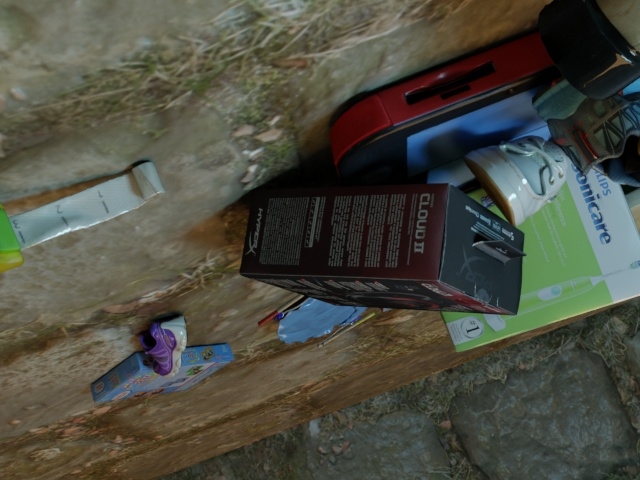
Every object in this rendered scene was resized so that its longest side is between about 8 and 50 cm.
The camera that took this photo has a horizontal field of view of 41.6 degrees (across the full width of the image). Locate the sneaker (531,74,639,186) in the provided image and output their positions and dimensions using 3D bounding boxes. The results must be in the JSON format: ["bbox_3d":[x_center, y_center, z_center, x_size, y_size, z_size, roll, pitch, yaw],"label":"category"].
[{"bbox_3d":[0.329,-0.110,0.921,0.262,0.125,0.104,-4,158,-43],"label":"sneaker"}]

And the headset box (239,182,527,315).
[{"bbox_3d":[0.089,0.015,0.992,0.293,0.110,0.218,0,167,35],"label":"headset box"}]

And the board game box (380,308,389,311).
[{"bbox_3d":[0.249,0.066,1.642,0.281,0.027,0.145,-19,162,-5],"label":"board game box"}]

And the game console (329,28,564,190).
[{"bbox_3d":[0.204,-0.130,1.015,0.387,0.060,0.342,-20,161,0],"label":"game console"}]

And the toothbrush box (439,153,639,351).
[{"bbox_3d":[0.291,0.008,1.176,0.283,0.206,0.122,-22,-179,21],"label":"toothbrush box"}]

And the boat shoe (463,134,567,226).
[{"bbox_3d":[0.234,-0.081,0.970,0.096,0.098,0.277,-35,174,15],"label":"boat shoe"}]

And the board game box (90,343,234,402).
[{"bbox_3d":[-0.290,0.244,1.556,0.211,0.039,0.160,1,151,-48],"label":"board game box"}]

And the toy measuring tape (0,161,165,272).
[{"bbox_3d":[-0.292,-0.013,0.753,0.330,0.121,0.121,-22,163,-21],"label":"toy measuring tape"}]

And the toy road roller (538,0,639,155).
[{"bbox_3d":[0.363,-0.175,0.700,0.202,0.329,0.240,-38,-169,42],"label":"toy road roller"}]

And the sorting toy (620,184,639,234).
[{"bbox_3d":[0.442,-0.027,1.335,0.257,0.089,0.255,-28,153,28],"label":"sorting toy"}]

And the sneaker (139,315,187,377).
[{"bbox_3d":[-0.260,0.169,1.373,0.071,0.068,0.170,2,146,-16],"label":"sneaker"}]

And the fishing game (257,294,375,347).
[{"bbox_3d":[0.003,0.128,1.546,0.189,0.041,0.264,-35,152,17],"label":"fishing game"}]
